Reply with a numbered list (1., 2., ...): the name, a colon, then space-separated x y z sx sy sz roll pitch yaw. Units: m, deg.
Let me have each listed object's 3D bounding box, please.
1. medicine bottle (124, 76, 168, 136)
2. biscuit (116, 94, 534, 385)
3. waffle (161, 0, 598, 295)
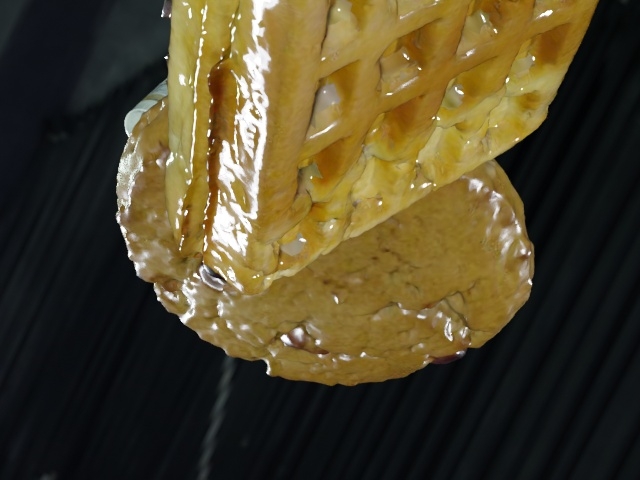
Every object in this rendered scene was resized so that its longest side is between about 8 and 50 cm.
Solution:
1. medicine bottle: -0.154 -0.128 1.864 0.047 0.047 0.083 28 -140 11
2. biscuit: -0.001 0.001 1.253 0.296 0.296 0.075 25 -132 -12
3. waffle: 0.036 -0.122 0.881 0.224 0.328 0.098 -27 -118 -24
